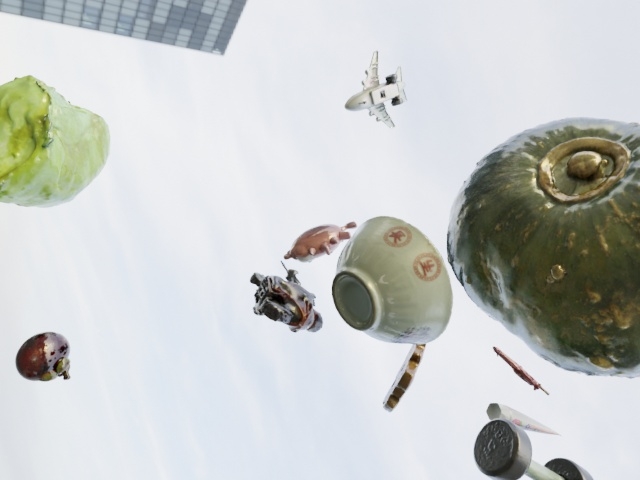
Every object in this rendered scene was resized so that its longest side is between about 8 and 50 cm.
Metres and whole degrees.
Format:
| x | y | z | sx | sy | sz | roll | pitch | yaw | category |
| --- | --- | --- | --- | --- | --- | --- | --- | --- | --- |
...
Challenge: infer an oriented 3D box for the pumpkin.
| x | y | z | sx | sy | sz | roll | pitch | yaw | category |
| --- | --- | --- | --- | --- | --- | --- | --- | --- | --- |
| 0.324 | 0.012 | 0.518 | 0.292 | 0.257 | 0.327 | -37 | -141 | 6 | pumpkin |

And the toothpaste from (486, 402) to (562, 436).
| x | y | z | sx | sy | sz | roll | pitch | yaw | category |
| --- | --- | --- | --- | --- | --- | --- | --- | --- | --- |
| 0.449 | 0.404 | 0.973 | 0.067 | 0.195 | 0.042 | -9 | -121 | 62 | toothpaste |

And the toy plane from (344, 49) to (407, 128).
| x | y | z | sx | sy | sz | roll | pitch | yaw | category |
| --- | --- | --- | --- | --- | --- | --- | --- | --- | --- |
| 0.185 | -0.467 | 1.393 | 0.101 | 0.255 | 0.250 | 17 | -49 | 53 | toy plane |

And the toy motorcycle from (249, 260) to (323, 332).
| x | y | z | sx | sy | sz | roll | pitch | yaw | category |
| --- | --- | --- | --- | --- | --- | --- | --- | --- | --- |
| -0.103 | 0.158 | 1.246 | 0.134 | 0.207 | 0.401 | -59 | -157 | 3 | toy motorcycle |

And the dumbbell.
| x | y | z | sx | sy | sz | roll | pitch | yaw | category |
| --- | --- | --- | --- | --- | --- | --- | --- | --- | --- |
| 0.360 | 0.388 | 0.738 | 0.191 | 0.100 | 0.100 | 35 | -49 | -11 | dumbbell |

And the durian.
| x | y | z | sx | sy | sz | roll | pitch | yaw | category |
| --- | --- | --- | --- | --- | --- | --- | --- | --- | --- |
| -0.571 | -0.190 | 0.908 | 0.205 | 0.340 | 0.255 | 16 | -94 | 12 | durian |

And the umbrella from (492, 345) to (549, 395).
| x | y | z | sx | sy | sz | roll | pitch | yaw | category |
| --- | --- | --- | --- | --- | --- | --- | --- | --- | --- |
| 0.484 | 0.317 | 1.060 | 0.165 | 0.027 | 0.025 | 42 | -41 | 10 | umbrella |

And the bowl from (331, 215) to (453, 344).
| x | y | z | sx | sy | sz | roll | pitch | yaw | category |
| --- | --- | --- | --- | --- | --- | --- | --- | --- | --- |
| 0.130 | 0.119 | 1.046 | 0.337 | 0.158 | 0.336 | 25 | -56 | 45 | bowl |

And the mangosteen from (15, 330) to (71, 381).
| x | y | z | sx | sy | sz | roll | pitch | yaw | category |
| --- | --- | --- | --- | --- | --- | --- | --- | --- | --- |
| -0.438 | 0.185 | 0.697 | 0.081 | 0.081 | 0.080 | 10 | -75 | 43 | mangosteen |

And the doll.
| x | y | z | sx | sy | sz | roll | pitch | yaw | category |
| --- | --- | --- | --- | --- | --- | --- | --- | --- | --- |
| 0.000 | 0.000 | 1.410 | 0.211 | 0.262 | 0.093 | 14 | -52 | 65 | doll |

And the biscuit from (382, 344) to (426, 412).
| x | y | z | sx | sy | sz | roll | pitch | yaw | category |
| --- | --- | --- | --- | --- | --- | --- | --- | --- | --- |
| 0.288 | 0.418 | 1.420 | 0.043 | 0.301 | 0.278 | 28 | -30 | 13 | biscuit |
